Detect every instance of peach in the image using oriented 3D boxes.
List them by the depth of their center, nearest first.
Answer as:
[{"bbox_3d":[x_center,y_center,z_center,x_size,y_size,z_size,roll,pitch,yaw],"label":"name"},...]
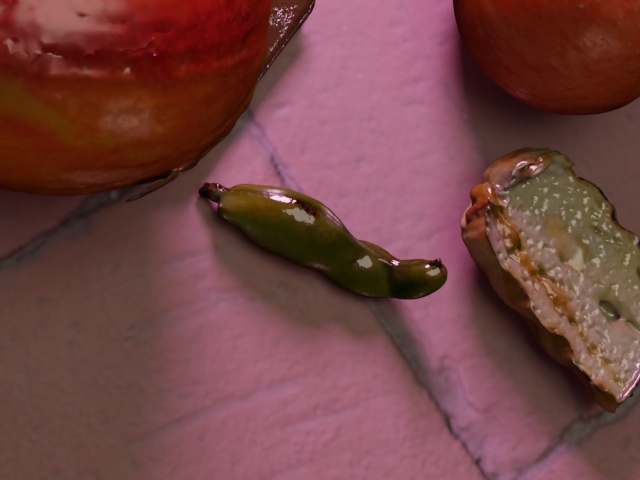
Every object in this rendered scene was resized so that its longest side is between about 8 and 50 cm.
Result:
[{"bbox_3d":[-0.220,-0.190,1.401,0.372,0.290,0.373,5,74,-18],"label":"peach"}]

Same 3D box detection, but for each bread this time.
[{"bbox_3d":[0.211,0.027,1.660,0.128,0.088,0.232,-43,103,-17],"label":"bread"}]

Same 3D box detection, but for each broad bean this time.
[{"bbox_3d":[0.000,0.000,1.584,0.213,0.070,0.048,20,53,-8],"label":"broad bean"}]

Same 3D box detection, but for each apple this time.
[{"bbox_3d":[0.243,-0.235,1.642,0.206,0.251,0.272,48,52,-8],"label":"apple"}]

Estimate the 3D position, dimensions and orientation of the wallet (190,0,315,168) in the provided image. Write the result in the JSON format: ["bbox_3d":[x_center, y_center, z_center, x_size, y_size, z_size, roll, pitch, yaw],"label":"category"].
[{"bbox_3d":[-0.095,-0.159,1.596,0.110,0.031,0.198,40,66,-11],"label":"wallet"}]
